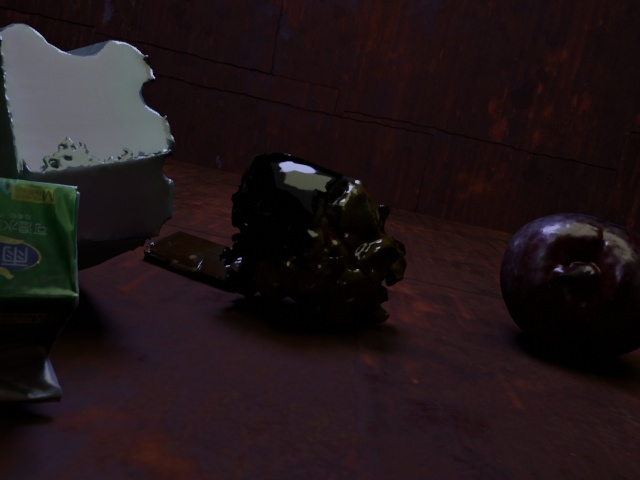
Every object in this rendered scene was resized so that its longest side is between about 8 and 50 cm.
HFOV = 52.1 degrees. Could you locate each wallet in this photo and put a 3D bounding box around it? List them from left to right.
[{"bbox_3d":[-0.170,0.025,0.966,0.176,0.026,0.095,18,31,27],"label":"wallet"}]

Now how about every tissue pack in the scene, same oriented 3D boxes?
[{"bbox_3d":[-0.286,0.046,0.447,0.209,0.156,0.148,5,-25,-31],"label":"tissue pack"}]

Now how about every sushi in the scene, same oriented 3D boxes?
[{"bbox_3d":[-0.002,0.007,0.844,0.204,0.200,0.213,17,-3,22],"label":"sushi"}]

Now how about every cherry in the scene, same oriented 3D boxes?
[{"bbox_3d":[0.383,0.066,0.964,0.230,0.202,0.300,8,-1,20],"label":"cherry"}]

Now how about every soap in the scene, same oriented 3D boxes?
[{"bbox_3d":[-0.340,-0.096,0.757,0.156,0.261,0.446,2,5,-43],"label":"soap"}]
